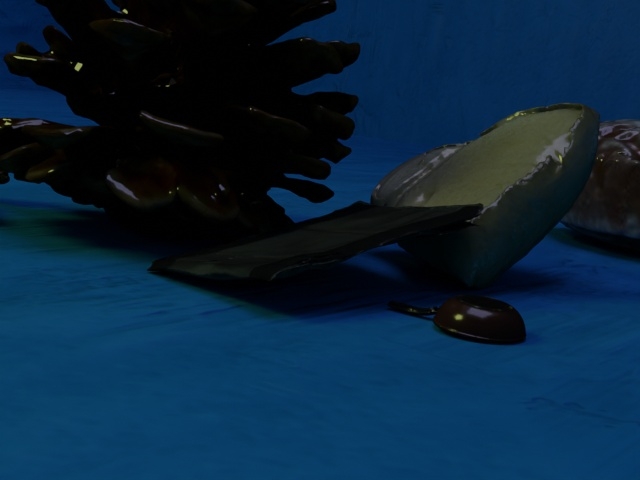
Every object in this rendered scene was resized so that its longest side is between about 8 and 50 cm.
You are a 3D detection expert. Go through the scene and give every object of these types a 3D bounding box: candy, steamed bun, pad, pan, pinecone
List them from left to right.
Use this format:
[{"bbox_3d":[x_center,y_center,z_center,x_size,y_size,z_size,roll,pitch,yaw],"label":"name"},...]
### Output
[{"bbox_3d":[-0.130,-0.180,1.063,0.384,0.384,0.384,6,9,-1],"label":"pinecone"},{"bbox_3d":[0.000,0.001,0.898,0.233,0.022,0.174,-17,12,-39],"label":"pad"},{"bbox_3d":[0.098,0.050,0.816,0.115,0.023,0.068,13,12,37],"label":"pan"},{"bbox_3d":[0.153,-0.031,1.063,0.231,0.110,0.212,-40,23,-25],"label":"steamed bun"},{"bbox_3d":[0.395,-0.067,1.355,0.214,0.157,0.289,-2,11,-22],"label":"candy"}]

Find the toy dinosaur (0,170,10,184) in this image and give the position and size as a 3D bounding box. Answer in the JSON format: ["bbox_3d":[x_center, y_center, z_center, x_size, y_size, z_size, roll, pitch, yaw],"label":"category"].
[{"bbox_3d":[-0.401,-0.132,1.137,0.187,0.179,0.087,5,9,-24],"label":"toy dinosaur"}]
